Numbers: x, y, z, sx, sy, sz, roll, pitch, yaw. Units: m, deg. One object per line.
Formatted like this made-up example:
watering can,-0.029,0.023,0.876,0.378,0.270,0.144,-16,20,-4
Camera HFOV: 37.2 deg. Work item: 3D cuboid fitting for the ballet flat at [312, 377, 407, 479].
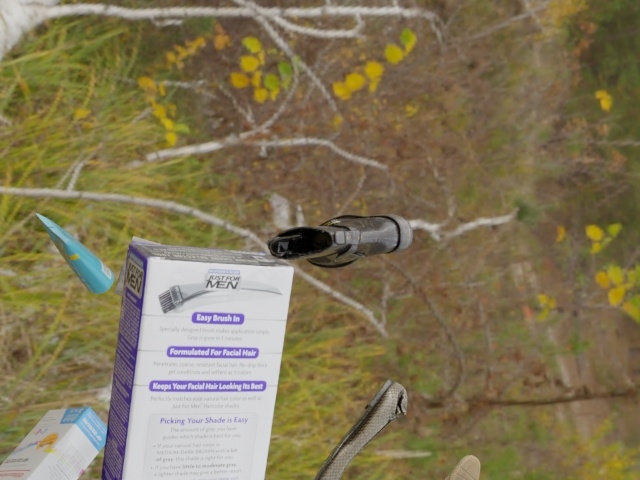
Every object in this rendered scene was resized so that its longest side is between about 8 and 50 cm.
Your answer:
ballet flat,0.057,0.329,1.497,0.250,0.058,0.084,-51,175,-14

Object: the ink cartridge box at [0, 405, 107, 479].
ink cartridge box,-0.391,0.319,1.332,0.062,0.104,0.181,58,43,-22

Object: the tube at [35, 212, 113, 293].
tube,-0.410,0.025,1.601,0.052,0.080,0.207,-49,154,-15

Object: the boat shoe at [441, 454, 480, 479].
boat shoe,0.254,0.496,1.872,0.063,0.059,0.170,39,74,-22

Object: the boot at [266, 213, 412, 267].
boot,0.000,0.000,1.582,0.229,0.263,0.091,-6,84,-45

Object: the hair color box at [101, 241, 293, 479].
hair color box,-0.156,0.180,1.174,0.185,0.110,0.339,5,99,-26

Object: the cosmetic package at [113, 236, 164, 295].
cosmetic package,-0.222,0.060,1.416,0.060,0.239,0.099,25,82,-36
